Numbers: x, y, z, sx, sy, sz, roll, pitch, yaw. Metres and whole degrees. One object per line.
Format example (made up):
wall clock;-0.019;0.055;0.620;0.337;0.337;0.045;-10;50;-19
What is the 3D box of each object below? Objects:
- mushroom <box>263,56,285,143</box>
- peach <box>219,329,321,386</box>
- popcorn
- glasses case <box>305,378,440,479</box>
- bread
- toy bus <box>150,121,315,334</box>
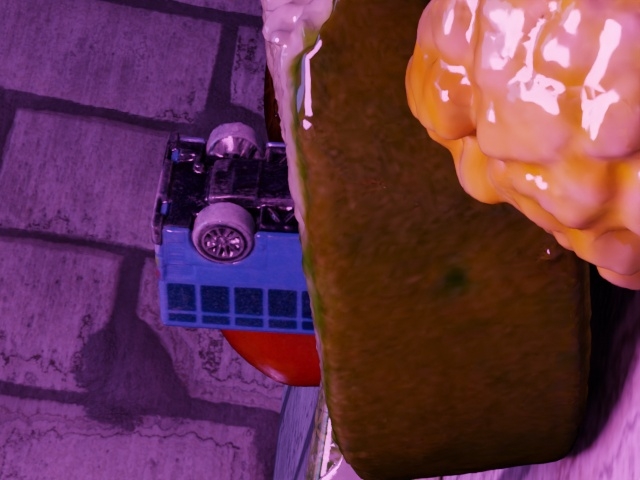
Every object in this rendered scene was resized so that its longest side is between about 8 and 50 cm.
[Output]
mushroom;0.025;-0.158;1.606;0.278;0.163;0.297;-86;5;-45
peach;-0.008;0.005;1.365;0.196;0.190;0.226;20;123;51
popcorn;0.106;-0.074;0.506;0.170;0.180;0.180;61;173;2
glasses case;0.030;0.225;1.140;0.062;0.095;0.272;140;139;-76
bread;0.044;-0.066;0.797;0.382;0.129;0.366;73;-170;-75
toy bus;0.000;0.000;1.167;0.116;0.234;0.134;-85;-2;-48
